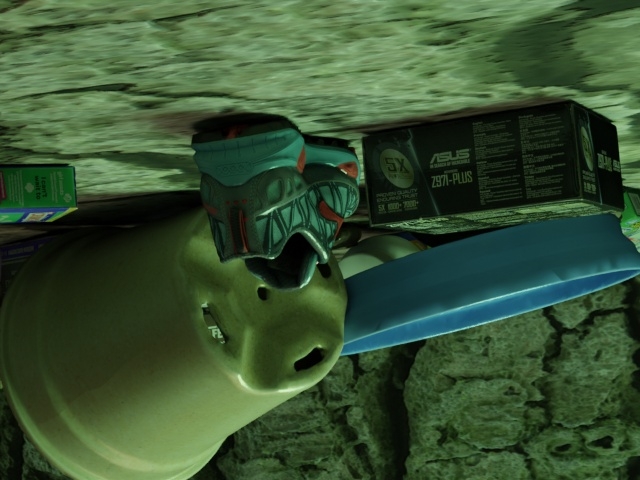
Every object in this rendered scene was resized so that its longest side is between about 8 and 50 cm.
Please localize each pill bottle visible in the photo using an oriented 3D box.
[{"bbox_3d":[0.112,0.064,1.921,0.152,0.152,0.272,-7,-179,23],"label":"pill bottle"}]

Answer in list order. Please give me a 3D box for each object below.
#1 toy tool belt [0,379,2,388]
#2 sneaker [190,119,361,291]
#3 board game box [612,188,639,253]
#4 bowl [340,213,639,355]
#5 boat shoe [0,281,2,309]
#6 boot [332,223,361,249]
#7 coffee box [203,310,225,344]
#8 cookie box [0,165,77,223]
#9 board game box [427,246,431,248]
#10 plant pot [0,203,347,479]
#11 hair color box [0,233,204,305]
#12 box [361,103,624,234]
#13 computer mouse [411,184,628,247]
[{"bbox_3d":[-0.495,0.216,2.076,0.051,0.052,0.083,28,155,-17],"label":"toy tool belt"},{"bbox_3d":[-0.035,-0.019,1.053,0.104,0.125,0.262,-6,175,19],"label":"sneaker"},{"bbox_3d":[0.394,-0.003,1.816,0.213,0.046,0.317,-28,164,29],"label":"board game box"},{"bbox_3d":[0.184,0.053,1.543,0.391,0.077,0.391,-14,171,-2],"label":"bowl"},{"bbox_3d":[-0.440,0.076,1.849,0.122,0.120,0.324,-7,175,28],"label":"boat shoe"},{"bbox_3d":[0.000,0.000,1.850,0.118,0.042,0.087,-6,177,17],"label":"boot"},{"bbox_3d":[-0.261,0.165,1.878,0.168,0.119,0.297,-3,179,-44],"label":"coffee box"},{"bbox_3d":[-0.272,-0.038,1.111,0.107,0.040,0.092,-3,174,-26],"label":"cookie box"},{"bbox_3d":[0.253,-0.017,1.865,0.181,0.043,0.092,-3,175,-17],"label":"board game box"},{"bbox_3d":[-0.145,0.095,1.463,0.334,0.334,0.305,0,162,-41],"label":"plant pot"},{"bbox_3d":[-0.244,0.046,1.775,0.339,0.110,0.185,-3,177,-39],"label":"hair color box"},{"bbox_3d":[0.146,-0.055,1.080,0.180,0.077,0.147,-7,175,26],"label":"box"},{"bbox_3d":[0.220,-0.026,1.558,0.272,0.072,0.188,-7,176,29],"label":"computer mouse"}]
